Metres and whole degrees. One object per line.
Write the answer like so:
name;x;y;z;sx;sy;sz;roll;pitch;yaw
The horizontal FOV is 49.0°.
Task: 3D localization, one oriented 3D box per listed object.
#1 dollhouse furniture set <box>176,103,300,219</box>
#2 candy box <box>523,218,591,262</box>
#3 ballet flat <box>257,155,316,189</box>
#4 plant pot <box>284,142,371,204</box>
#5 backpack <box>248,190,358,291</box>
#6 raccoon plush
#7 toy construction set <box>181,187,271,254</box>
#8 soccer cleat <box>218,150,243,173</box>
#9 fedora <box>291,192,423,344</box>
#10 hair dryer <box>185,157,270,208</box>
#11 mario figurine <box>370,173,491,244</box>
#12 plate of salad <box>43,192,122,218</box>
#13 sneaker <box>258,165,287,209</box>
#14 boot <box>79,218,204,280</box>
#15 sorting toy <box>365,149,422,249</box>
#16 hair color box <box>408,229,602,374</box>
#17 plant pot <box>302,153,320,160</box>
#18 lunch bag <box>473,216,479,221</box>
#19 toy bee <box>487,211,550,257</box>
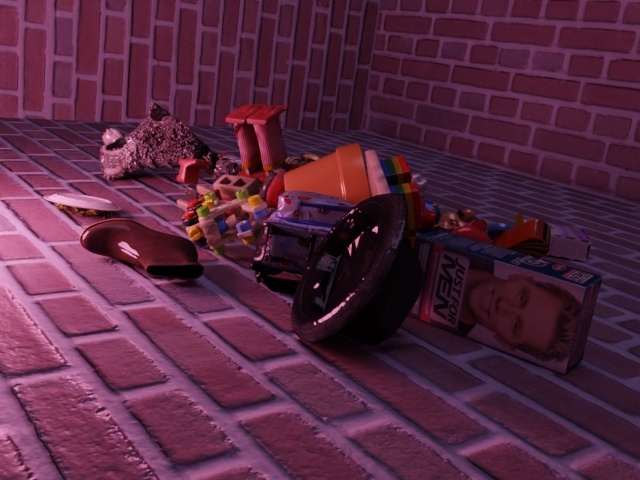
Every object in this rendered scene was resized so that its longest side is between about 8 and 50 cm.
dollhouse furniture set;-0.229;-0.210;1.925;0.152;0.201;0.374;10;38;32
candy box;0.702;-0.003;2.133;0.196;0.070;0.165;11;16;9
ballet flat;-0.028;-0.188;2.331;0.483;0.164;0.182;-5;35;-44
plant pot;0.023;-0.087;1.785;0.203;0.291;0.291;-10;16;2
backpack;0.000;0.000;1.562;0.263;0.213;0.276;17;14;0
raccoon plush;-0.528;-0.250;2.374;0.446;0.299;0.216;38;-4;-8
toy construction set;-0.221;-0.060;1.736;0.215;0.151;0.328;-21;4;3
soccer cleat;-0.277;-0.272;2.653;0.248;0.083;0.095;12;45;-1
fedora;0.092;0.074;1.307;0.152;0.334;0.334;38;6;-20
hair dryer;-0.243;-0.164;2.093;0.293;0.080;0.223;29;57;28
mario figurine;0.287;-0.062;1.719;0.320;0.170;0.198;33;22;33
plate of salad;-0.627;-0.090;1.854;0.200;0.048;0.200;11;5;-1
sneaker;-0.061;-0.114;1.963;0.136;0.116;0.314;26;-2;23
boot;-0.379;0.022;1.486;0.248;0.090;0.207;6;13;-21
sorting toy;0.174;-0.043;1.560;0.089;0.255;0.257;-10;30;1
hair color box;0.342;0.108;1.365;0.347;0.174;0.105;18;19;34
plant pot;-0.049;-0.229;2.521;0.134;0.134;0.095;17;44;32
lunch bag;0.431;-0.027;2.034;0.067;0.098;0.065;0;14;-7
toy bee;0.476;0.022;1.775;0.162;0.195;0.298;27;-7;-29
